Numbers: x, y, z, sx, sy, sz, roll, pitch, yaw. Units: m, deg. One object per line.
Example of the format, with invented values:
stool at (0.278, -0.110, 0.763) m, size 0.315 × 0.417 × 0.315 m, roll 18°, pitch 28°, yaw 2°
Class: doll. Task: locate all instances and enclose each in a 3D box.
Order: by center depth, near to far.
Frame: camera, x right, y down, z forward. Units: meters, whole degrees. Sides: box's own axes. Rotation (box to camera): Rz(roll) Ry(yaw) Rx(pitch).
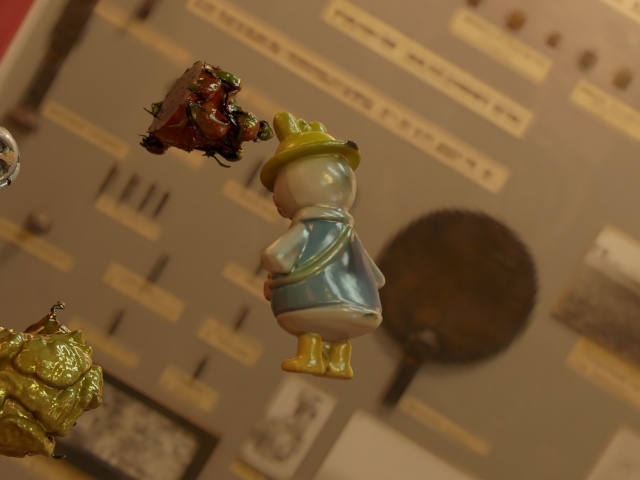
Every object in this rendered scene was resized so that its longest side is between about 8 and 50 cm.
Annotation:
doll at (0.000, 0.000, 1.542) m, size 0.135 × 0.241 × 0.099 m, roll -1°, pitch -20°, yaw -19°

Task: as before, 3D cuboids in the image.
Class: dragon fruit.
dragon fruit at (-0.146, -0.147, 2.139) m, size 0.175 × 0.138 × 0.142 m, roll 32°, pitch 11°, yaw 11°

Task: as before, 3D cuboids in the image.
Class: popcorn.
popcorn at (-0.301, 0.147, 1.850) m, size 0.195 × 0.168 × 0.173 m, roll 5°, pitch 73°, yaw -70°

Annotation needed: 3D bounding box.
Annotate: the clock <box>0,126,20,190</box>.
clock at (-0.471, -0.107, 2.254) m, size 0.176 × 0.117 × 0.080 m, roll -28°, pitch 28°, yaw -30°
